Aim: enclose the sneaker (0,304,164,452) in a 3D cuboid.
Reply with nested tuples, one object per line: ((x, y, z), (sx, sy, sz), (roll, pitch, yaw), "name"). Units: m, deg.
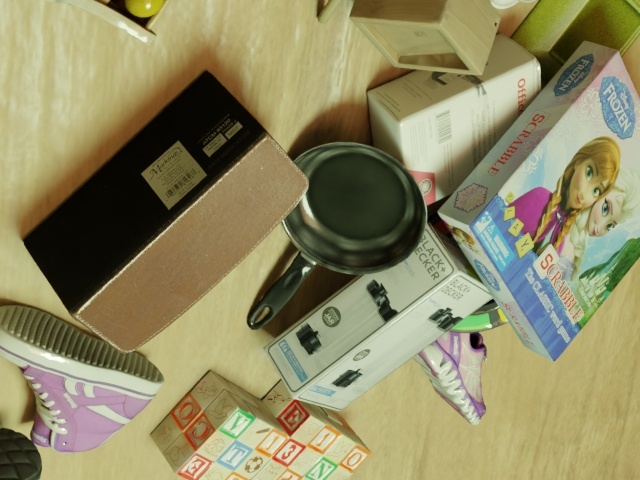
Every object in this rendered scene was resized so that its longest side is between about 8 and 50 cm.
((-0.335, 0.190, 1.718), (0.161, 0.102, 0.282), (-47, 137, 9), "sneaker")

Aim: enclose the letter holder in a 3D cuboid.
((-0.159, -0.008, 1.654), (0.302, 0.152, 0.214), (-43, 139, 0), "letter holder")

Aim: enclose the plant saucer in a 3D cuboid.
((0.371, -0.291, 1.891), (0.188, 0.045, 0.188), (28, 104, -45), "plant saucer")

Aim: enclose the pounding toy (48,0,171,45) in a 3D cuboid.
((-0.230, -0.313, 1.359), (0.269, 0.154, 0.155), (26, 105, -45), "pounding toy")

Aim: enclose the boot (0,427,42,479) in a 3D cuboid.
((-0.498, 0.375, 1.750), (0.338, 0.118, 0.223), (-19, 136, -9), "boot")

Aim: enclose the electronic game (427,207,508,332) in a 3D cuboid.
((0.229, 0.035, 1.999), (0.229, 0.048, 0.229), (-6, 121, -10), "electronic game")

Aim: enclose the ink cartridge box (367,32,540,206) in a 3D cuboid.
((0.180, -0.157, 1.823), (0.218, 0.092, 0.159), (-24, 134, -17), "ink cartridge box")

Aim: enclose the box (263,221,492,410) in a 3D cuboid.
((0.085, 0.110, 1.897), (0.290, 0.087, 0.169), (-38, 154, 11), "box")

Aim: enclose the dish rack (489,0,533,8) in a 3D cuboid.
((0.236, -0.451, 1.601), (0.333, 0.072, 0.286), (38, 80, -48), "dish rack")

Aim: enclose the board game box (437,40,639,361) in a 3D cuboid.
((0.338, -0.048, 1.873), (0.318, 0.066, 0.319), (-49, 133, -13), "board game box")

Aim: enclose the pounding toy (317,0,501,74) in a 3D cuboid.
((0.087, -0.290, 1.632), (0.206, 0.181, 0.094), (38, 67, -53), "pounding toy")

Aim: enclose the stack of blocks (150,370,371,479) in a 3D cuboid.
((-0.080, 0.294, 1.990), (0.171, 0.087, 0.297), (-48, 136, 5), "stack of blocks")

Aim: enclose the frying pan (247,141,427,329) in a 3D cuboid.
((0.029, 0.007, 1.817), (0.197, 0.053, 0.326), (17, 125, 4), "frying pan")

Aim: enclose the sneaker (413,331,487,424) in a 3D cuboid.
((0.219, 0.195, 2.132), (0.104, 0.095, 0.236), (-43, 136, -11), "sneaker")
